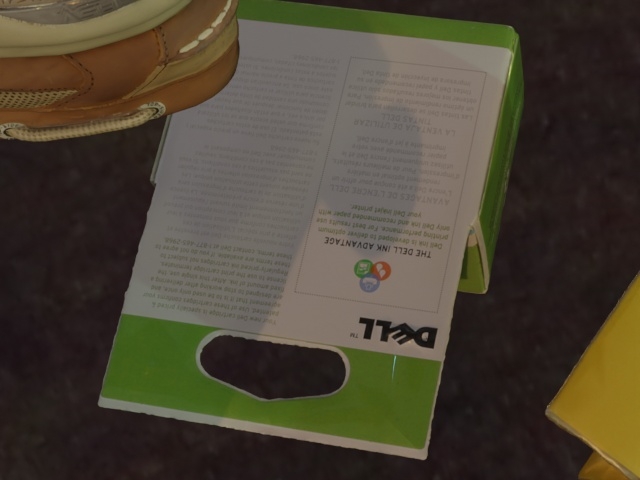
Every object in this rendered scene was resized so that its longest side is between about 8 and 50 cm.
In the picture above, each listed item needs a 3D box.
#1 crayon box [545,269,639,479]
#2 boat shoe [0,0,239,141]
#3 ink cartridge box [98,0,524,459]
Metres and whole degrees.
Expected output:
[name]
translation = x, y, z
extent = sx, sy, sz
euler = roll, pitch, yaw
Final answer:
[crayon box]
translation = 0.250, 0.079, 0.660
extent = 0.202, 0.318, 0.081
euler = -53, 11, -10
[boat shoe]
translation = -0.182, -0.085, 0.633
extent = 0.324, 0.116, 0.123
euler = 4, 59, 18
[ink cartridge box]
translation = 0.000, 0.000, 0.936
extent = 0.188, 0.097, 0.255
euler = 8, 68, 14
